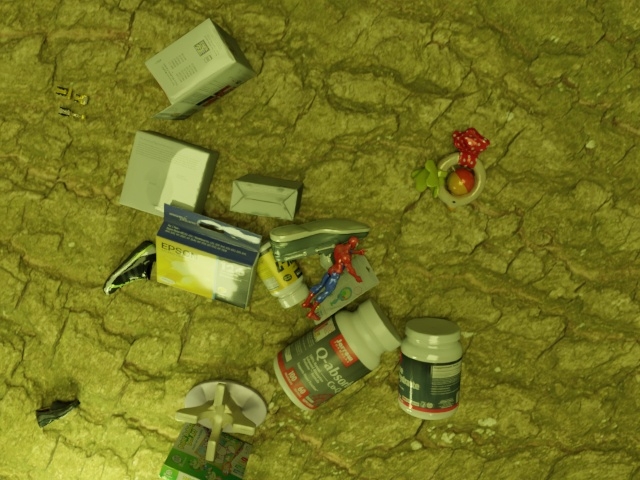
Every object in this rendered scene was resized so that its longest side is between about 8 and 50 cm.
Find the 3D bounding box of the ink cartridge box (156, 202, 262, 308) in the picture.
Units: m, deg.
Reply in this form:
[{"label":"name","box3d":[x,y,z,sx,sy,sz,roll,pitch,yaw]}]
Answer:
[{"label":"ink cartridge box","box3d":[-0.342,0.059,1.669,0.303,0.072,0.307,18,139,2]}]

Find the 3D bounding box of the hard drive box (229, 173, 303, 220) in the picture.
[{"label":"hard drive box","box3d":[-0.150,-0.131,1.623,0.181,0.232,0.089,9,102,1]}]

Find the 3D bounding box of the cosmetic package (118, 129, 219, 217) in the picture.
[{"label":"cosmetic package","box3d":[-0.453,-0.193,1.673,0.224,0.138,0.224,18,103,-1]}]

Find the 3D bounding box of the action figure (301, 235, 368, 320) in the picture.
[{"label":"action figure","box3d":[0.066,0.112,1.661,0.139,0.091,0.280,14,116,-31]}]

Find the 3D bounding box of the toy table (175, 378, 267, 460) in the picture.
[{"label":"toy table","box3d":[-0.319,0.559,1.796,0.274,0.161,0.252,-1,96,3]}]

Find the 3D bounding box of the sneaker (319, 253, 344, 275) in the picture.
[{"label":"sneaker","box3d":[0.017,0.050,1.741,0.061,0.054,0.152,-28,84,45]}]

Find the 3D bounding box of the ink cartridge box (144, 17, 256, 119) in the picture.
[{"label":"ink cartridge box","box3d":[-0.345,-0.455,1.529,0.272,0.309,0.130,-31,98,8]}]

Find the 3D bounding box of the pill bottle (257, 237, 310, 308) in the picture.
[{"label":"pill bottle","box3d":[-0.127,0.098,1.724,0.119,0.119,0.208,-31,99,8]}]

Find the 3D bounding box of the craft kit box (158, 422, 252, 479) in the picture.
[{"label":"craft kit box","box3d":[-0.360,0.707,1.787,0.247,0.250,0.061,21,106,-2]}]

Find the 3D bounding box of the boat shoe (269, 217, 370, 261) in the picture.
[{"label":"boat shoe","box3d":[0.000,0.000,1.677,0.319,0.116,0.099,-7,112,-22]}]

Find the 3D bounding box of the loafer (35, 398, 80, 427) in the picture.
[{"label":"loafer","box3d":[-0.896,0.575,1.883,0.170,0.062,0.061,-27,94,6]}]

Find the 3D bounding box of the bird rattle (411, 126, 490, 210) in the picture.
[{"label":"bird rattle","box3d":[0.409,-0.208,1.663,0.253,0.143,0.207,-36,109,-4]}]

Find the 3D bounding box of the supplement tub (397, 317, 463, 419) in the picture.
[{"label":"supplement tub","box3d":[0.341,0.395,1.723,0.191,0.191,0.272,2,101,2]}]

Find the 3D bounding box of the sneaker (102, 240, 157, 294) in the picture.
[{"label":"sneaker","box3d":[-0.592,0.105,1.764,0.097,0.084,0.235,44,100,-7]}]

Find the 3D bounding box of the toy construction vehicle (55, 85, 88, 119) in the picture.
[{"label":"toy construction vehicle","box3d":[-0.762,-0.419,1.700,0.098,0.035,0.086,12,90,-2]}]

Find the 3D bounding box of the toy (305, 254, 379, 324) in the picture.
[{"label":"toy","box3d":[0.069,0.159,1.744,0.237,0.137,0.056,-32,137,6]}]

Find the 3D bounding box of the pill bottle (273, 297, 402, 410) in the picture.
[{"label":"pill bottle","box3d":[0.054,0.347,1.718,0.363,0.210,0.210,-36,97,9]}]
